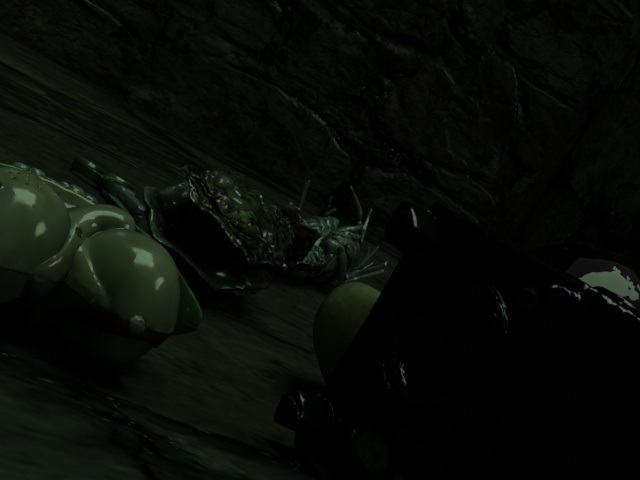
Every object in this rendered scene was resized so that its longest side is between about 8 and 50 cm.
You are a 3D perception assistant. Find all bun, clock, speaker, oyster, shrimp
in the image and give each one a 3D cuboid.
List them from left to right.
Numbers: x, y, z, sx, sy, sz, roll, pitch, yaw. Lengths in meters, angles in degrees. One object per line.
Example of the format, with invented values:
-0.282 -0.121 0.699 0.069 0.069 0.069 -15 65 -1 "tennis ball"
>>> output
-0.183 0.013 0.631 0.231 0.103 0.144 26 8 -27 "clock"
-0.118 -0.007 1.113 0.351 0.158 0.162 74 0 -87 "oyster"
-0.001 0.003 1.564 0.221 0.166 0.410 35 18 15 "shrimp"
0.081 0.136 0.893 0.222 0.127 0.222 35 -6 4 "bun"
0.142 0.127 0.693 0.254 0.232 0.184 28 4 -36 "speaker"

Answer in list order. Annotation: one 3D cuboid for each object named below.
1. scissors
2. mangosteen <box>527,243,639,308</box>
-0.278 -0.066 1.261 0.101 0.027 0.204 27 5 -32 "scissors"
0.286 0.150 1.095 0.311 0.311 0.311 31 5 -3 "mangosteen"
